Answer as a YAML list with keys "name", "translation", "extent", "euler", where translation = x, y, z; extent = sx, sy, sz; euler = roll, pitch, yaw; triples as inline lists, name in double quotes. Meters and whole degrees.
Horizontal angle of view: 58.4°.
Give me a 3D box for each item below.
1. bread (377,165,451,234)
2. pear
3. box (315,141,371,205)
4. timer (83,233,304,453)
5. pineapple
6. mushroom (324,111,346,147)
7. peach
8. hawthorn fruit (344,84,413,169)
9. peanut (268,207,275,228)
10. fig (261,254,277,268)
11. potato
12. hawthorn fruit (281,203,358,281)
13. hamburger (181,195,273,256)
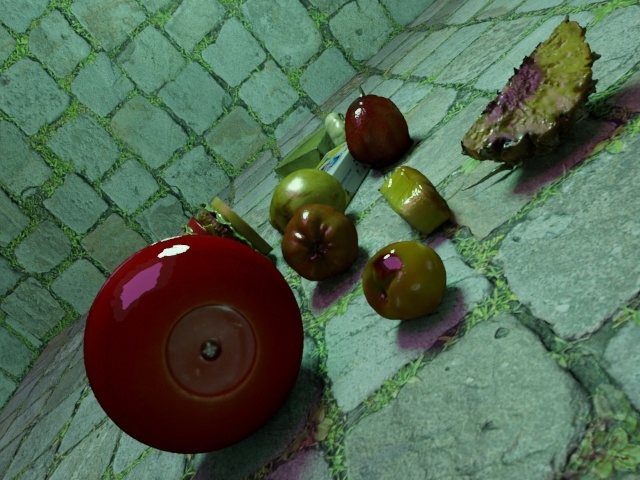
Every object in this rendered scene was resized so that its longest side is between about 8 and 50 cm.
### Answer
- name: "bread"
  translation: [0.199, -0.088, 1.200]
  extent: [0.094, 0.102, 0.245]
  euler: [-47, 16, 10]
- name: "pear"
  translation: [-0.030, -0.094, 1.515]
  extent: [0.209, 0.209, 0.209]
  euler: [-38, 19, 15]
- name: "box"
  translation: [0.046, -0.188, 1.735]
  extent: [0.168, 0.097, 0.265]
  euler: [-23, 27, 48]
- name: "timer"
  translation: [-0.215, 0.177, 1.009]
  extent: [0.378, 0.378, 0.279]
  euler: [-49, 16, -17]
- name: "pineapple"
  translation: [0.408, -0.220, 1.055]
  extent: [0.334, 0.158, 0.161]
  euler: [-48, 57, -4]
- name: "mushroom"
  translation: [0.087, -0.394, 2.029]
  extent: [0.122, 0.154, 0.154]
  euler: [-38, 18, 31]
- name: "peach"
  translation: [0.141, 0.063, 0.939]
  extent: [0.138, 0.138, 0.138]
  euler: [-38, 19, 15]
- name: "hawthorn fruit"
  translation: [0.158, -0.329, 1.641]
  extent: [0.189, 0.252, 0.189]
  euler: [-15, 10, 3]
- name: "peanut"
  translation: [-0.113, -0.086, 1.819]
  extent: [0.120, 0.110, 0.236]
  euler: [-62, 18, -3]
- name: "fig"
  translation: [-0.182, 0.122, 1.421]
  extent: [0.202, 0.148, 0.149]
  euler: [-41, 24, -22]
- name: "potato"
  translation: [-0.004, -0.333, 2.154]
  extent: [0.269, 0.112, 0.255]
  euler: [-14, 30, 50]
- name: "hawthorn fruit"
  translation: [0.000, 0.000, 1.299]
  extent: [0.189, 0.189, 0.189]
  euler: [-38, 19, 15]
- name: "hamburger"
  translation: [-0.294, 0.023, 1.706]
  extent: [0.212, 0.274, 0.274]
  euler: [-48, 19, -4]
